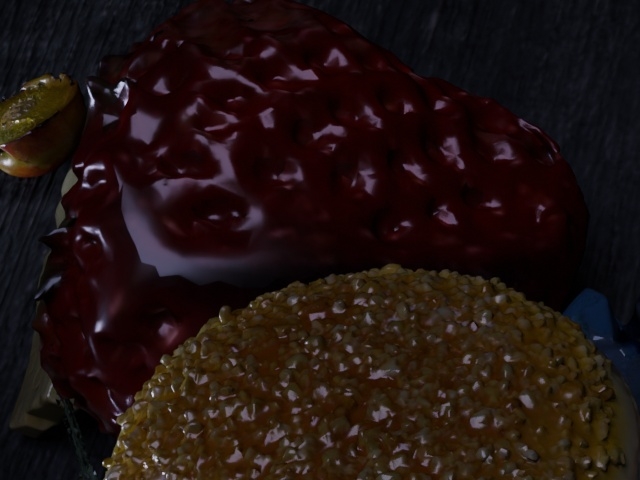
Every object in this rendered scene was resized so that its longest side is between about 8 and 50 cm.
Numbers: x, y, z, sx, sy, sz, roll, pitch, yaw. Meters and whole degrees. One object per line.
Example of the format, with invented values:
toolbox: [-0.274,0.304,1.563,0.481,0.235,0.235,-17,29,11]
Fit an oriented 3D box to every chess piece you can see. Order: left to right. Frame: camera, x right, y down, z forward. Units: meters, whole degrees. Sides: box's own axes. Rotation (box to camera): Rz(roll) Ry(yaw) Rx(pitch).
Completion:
chess piece: [-0.177,0.048,1.351,0.090,0.090,0.200,6,65,25]

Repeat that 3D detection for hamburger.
hamburger: [0.029,0.137,0.975,0.302,0.170,0.302,-3,45,3]

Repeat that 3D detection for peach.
peach: [-0.230,-0.089,1.470,0.098,0.061,0.098,-19,31,12]

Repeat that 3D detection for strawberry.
strawberry: [0.000,0.000,1.215,0.345,0.295,0.317,9,29,2]

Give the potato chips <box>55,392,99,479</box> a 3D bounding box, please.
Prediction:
potato chips: [-0.158,0.219,1.224,0.167,0.059,0.228,17,99,51]

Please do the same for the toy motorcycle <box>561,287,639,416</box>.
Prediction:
toy motorcycle: [0.278,0.108,1.068,0.416,0.172,0.232,-18,61,22]
